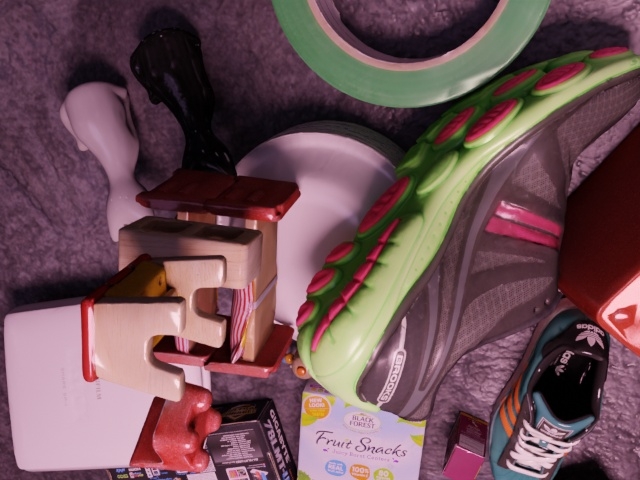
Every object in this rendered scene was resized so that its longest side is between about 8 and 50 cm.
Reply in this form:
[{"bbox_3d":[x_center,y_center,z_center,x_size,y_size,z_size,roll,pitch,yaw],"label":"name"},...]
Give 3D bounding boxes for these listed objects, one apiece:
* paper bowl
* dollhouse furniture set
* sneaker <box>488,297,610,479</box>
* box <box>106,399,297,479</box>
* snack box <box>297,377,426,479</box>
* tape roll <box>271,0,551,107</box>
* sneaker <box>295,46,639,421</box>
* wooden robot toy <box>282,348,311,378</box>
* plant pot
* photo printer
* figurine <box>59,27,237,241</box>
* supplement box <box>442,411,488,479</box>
[{"bbox_3d":[0.000,0.000,0.900,0.284,0.148,0.284,6,111,15],"label":"paper bowl"},{"bbox_3d":[-0.134,0.071,0.682,0.152,0.374,0.201,7,109,10],"label":"dollhouse furniture set"},{"bbox_3d":[0.284,0.225,0.910,0.108,0.121,0.302,15,113,9],"label":"sneaker"},{"bbox_3d":[-0.174,0.411,1.134,0.295,0.073,0.293,-13,105,19],"label":"box"},{"bbox_3d":[0.058,0.301,1.025,0.174,0.070,0.207,6,109,8],"label":"snack box"},{"bbox_3d":[0.101,-0.314,0.795,0.321,0.077,0.321,5,110,15],"label":"tape roll"},{"bbox_3d":[0.178,-0.015,0.771,0.202,0.185,0.483,44,84,-22],"label":"sneaker"},{"bbox_3d":[-0.026,0.157,0.998,0.173,0.079,0.076,4,110,14],"label":"wooden robot toy"},{"bbox_3d":[0.406,0.030,0.745,0.267,0.236,0.267,38,115,0],"label":"plant pot"},{"bbox_3d":[-0.306,0.204,1.047,0.307,0.107,0.256,-8,86,18],"label":"photo printer"},{"bbox_3d":[-0.216,-0.124,0.907,0.215,0.092,0.209,-26,77,23],"label":"figurine"},{"bbox_3d":[0.198,0.283,0.976,0.043,0.083,0.055,23,114,8],"label":"supplement box"}]
